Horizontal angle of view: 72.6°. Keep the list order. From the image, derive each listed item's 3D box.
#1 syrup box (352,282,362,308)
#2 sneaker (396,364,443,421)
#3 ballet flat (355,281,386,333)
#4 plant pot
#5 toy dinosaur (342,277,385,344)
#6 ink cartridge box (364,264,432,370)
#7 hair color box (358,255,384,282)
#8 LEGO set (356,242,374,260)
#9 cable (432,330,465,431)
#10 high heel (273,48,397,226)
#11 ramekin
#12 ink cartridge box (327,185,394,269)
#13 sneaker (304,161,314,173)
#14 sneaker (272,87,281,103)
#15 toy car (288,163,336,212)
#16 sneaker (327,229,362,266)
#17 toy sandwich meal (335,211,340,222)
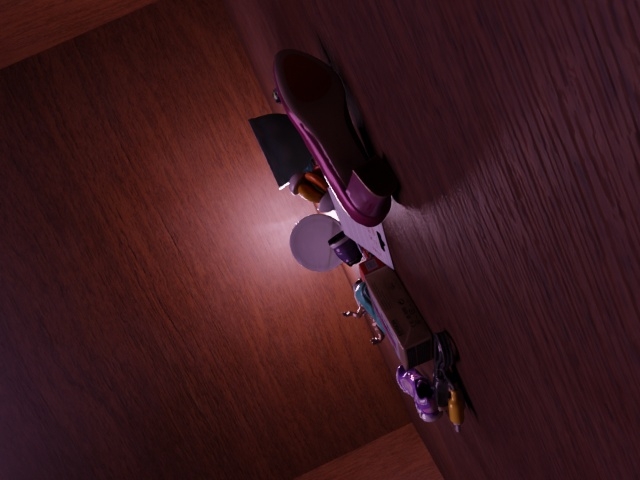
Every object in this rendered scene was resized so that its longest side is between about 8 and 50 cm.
[{"bbox_3d":[0.195,0.229,1.775,0.237,0.096,0.093,69,178,-70],"label":"syrup box"},{"bbox_3d":[0.339,0.501,1.504,0.236,0.095,0.105,-127,18,-57],"label":"sneaker"},{"bbox_3d":[0.198,0.232,1.396,0.247,0.083,0.087,54,156,-7],"label":"ballet flat"},{"bbox_3d":[-0.134,-0.375,1.710,0.293,0.196,0.293,155,90,-89],"label":"plant pot"},{"bbox_3d":[0.199,0.225,1.506,0.295,0.127,0.200,44,129,39],"label":"toy dinosaur"},{"bbox_3d":[0.215,0.214,1.200,0.193,0.088,0.235,70,175,-55],"label":"ink cartridge box"},{"bbox_3d":[0.162,0.097,1.383,0.141,0.072,0.043,68,177,-70],"label":"hair color box"},{"bbox_3d":[0.119,-0.015,1.445,0.244,0.060,0.182,63,-179,41],"label":"LEGO set"},{"bbox_3d":[0.293,0.294,0.990,0.139,0.072,0.287,-86,-11,-57],"label":"cable"},{"bbox_3d":[0.012,-0.193,0.864,0.377,0.127,0.181,61,167,15],"label":"high heel"},{"bbox_3d":[0.000,0.000,2.007,0.127,0.272,0.273,-70,-43,-75],"label":"ramekin"},{"bbox_3d":[0.126,-0.049,1.199,0.232,0.066,0.189,33,154,45],"label":"ink cartridge box"},{"bbox_3d":[-0.123,-0.413,2.039,0.319,0.127,0.208,70,174,-57],"label":"sneaker"},{"bbox_3d":[-0.131,-0.521,1.550,0.188,0.078,0.067,-139,24,-84],"label":"sneaker"},{"bbox_3d":[0.007,-0.174,1.324,0.159,0.136,0.182,34,-160,15],"label":"toy car"},{"bbox_3d":[0.098,0.032,1.614,0.124,0.107,0.283,56,-169,-4],"label":"sneaker"},{"bbox_3d":[0.080,-0.107,1.771,0.085,0.029,0.086,-22,-90,-88],"label":"toy sandwich meal"}]
